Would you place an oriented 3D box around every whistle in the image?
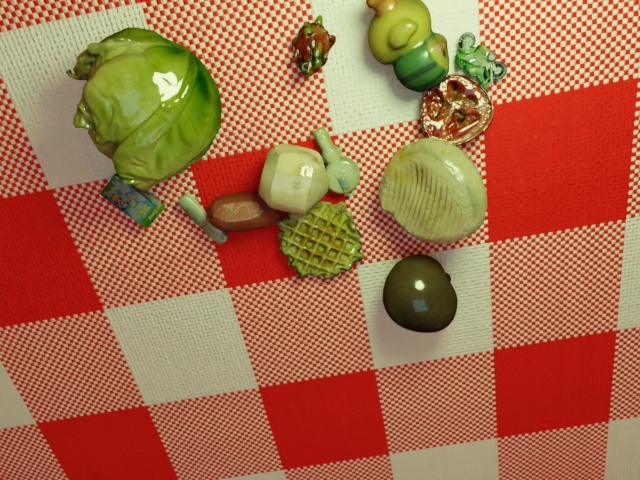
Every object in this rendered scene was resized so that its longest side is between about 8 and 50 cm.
[{"bbox_3d":[0.051,-0.260,1.644,0.126,0.067,0.258,-25,110,9],"label":"whistle"}]

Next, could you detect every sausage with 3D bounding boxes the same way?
[{"bbox_3d":[-0.267,-0.099,1.671,0.254,0.148,0.148,-10,115,0],"label":"sausage"}]

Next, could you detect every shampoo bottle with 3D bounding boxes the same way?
[{"bbox_3d":[-0.413,-0.075,1.724,0.072,0.049,0.212,-23,117,37],"label":"shampoo bottle"}]

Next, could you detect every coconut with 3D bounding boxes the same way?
[{"bbox_3d":[-0.080,-0.199,1.584,0.241,0.241,0.241,0,115,-1],"label":"coconut"}]

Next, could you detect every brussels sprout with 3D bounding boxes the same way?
[{"bbox_3d":[-0.479,-0.396,1.416,0.360,0.342,0.426,-23,113,10],"label":"brussels sprout"}]

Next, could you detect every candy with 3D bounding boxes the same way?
[{"bbox_3d":[-0.646,-0.140,1.686,0.194,0.062,0.097,41,107,-17],"label":"candy"}]

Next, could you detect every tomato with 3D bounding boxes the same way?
[{"bbox_3d":[0.432,-0.415,1.564,0.227,0.101,0.228,2,105,9],"label":"tomato"}]

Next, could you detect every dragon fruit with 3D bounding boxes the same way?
[{"bbox_3d":[-0.019,-0.573,1.483,0.138,0.175,0.142,-7,146,13],"label":"dragon fruit"}]

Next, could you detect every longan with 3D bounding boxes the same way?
[{"bbox_3d":[0.370,0.195,1.771,0.300,0.243,0.301,-5,99,-34],"label":"longan"}]

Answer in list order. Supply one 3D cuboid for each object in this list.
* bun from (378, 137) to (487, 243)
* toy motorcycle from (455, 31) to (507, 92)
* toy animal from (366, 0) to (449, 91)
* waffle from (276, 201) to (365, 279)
[{"bbox_3d":[0.377,-0.162,1.572,0.365,0.219,0.365,28,139,27],"label":"bun"},{"bbox_3d":[0.486,-0.552,1.516,0.190,0.074,0.106,36,116,-15],"label":"toy motorcycle"},{"bbox_3d":[0.245,-0.592,1.432,0.191,0.216,0.338,-21,120,38],"label":"toy animal"},{"bbox_3d":[0.000,0.000,1.760,0.297,0.073,0.317,-18,116,6],"label":"waffle"}]
